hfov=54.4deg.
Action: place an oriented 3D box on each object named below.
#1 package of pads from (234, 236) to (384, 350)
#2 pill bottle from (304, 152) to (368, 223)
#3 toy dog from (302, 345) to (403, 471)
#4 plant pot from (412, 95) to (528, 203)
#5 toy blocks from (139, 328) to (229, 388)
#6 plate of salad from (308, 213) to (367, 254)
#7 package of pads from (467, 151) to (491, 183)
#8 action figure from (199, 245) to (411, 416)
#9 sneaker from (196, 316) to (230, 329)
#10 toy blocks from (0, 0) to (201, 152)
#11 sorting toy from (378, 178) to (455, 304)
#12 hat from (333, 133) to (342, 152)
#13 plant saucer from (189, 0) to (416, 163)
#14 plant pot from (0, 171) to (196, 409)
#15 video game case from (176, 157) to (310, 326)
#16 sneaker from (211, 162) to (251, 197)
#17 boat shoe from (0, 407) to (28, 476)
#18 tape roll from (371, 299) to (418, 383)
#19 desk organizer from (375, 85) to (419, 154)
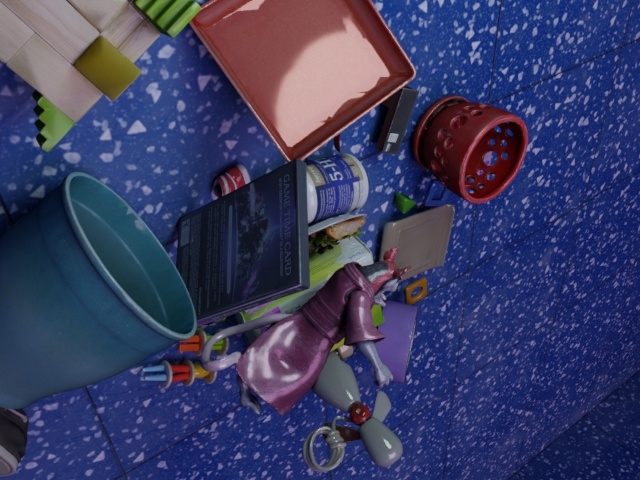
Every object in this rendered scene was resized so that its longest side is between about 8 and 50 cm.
[{"bbox_3d":[-0.021,0.138,1.276,0.297,0.101,0.229,-27,134,-15],"label":"package of pads"},{"bbox_3d":[-0.017,-0.088,1.122,0.187,0.112,0.112,-17,129,-33],"label":"pill bottle"},{"bbox_3d":[0.048,0.361,1.394,0.220,0.333,0.161,-12,148,-5],"label":"toy dog"},{"bbox_3d":[0.295,-0.195,1.275,0.191,0.174,0.191,-24,133,-29],"label":"plant pot"},{"bbox_3d":[-0.259,0.223,1.177,0.148,0.054,0.123,6,115,-43],"label":"toy blocks"},{"bbox_3d":[0.000,0.000,1.171,0.200,0.048,0.200,-24,175,-2],"label":"plate of salad"},{"bbox_3d":[0.376,-0.175,1.469,0.050,0.032,0.083,-24,133,-23],"label":"package of pads"},{"bbox_3d":[0.002,0.134,1.121,0.276,0.248,0.370,40,98,-19],"label":"action figure"},{"bbox_3d":[-0.204,0.070,1.092,0.097,0.084,0.234,-21,131,-29],"label":"sneaker"},{"bbox_3d":[-0.283,-0.330,0.687,0.381,0.191,0.261,-48,128,-3],"label":"toy blocks"},{"bbox_3d":[0.213,0.008,1.450,0.196,0.047,0.347,-16,128,-28],"label":"sorting toy"},{"bbox_3d":[0.006,-0.283,1.070,0.173,0.183,0.208,12,86,-16],"label":"hat"},{"bbox_3d":[-0.024,-0.285,0.939,0.258,0.048,0.259,-38,99,-14],"label":"plant saucer"},{"bbox_3d":[-0.355,0.088,0.854,0.255,0.271,0.271,-34,138,2],"label":"plant pot"},{"bbox_3d":[-0.126,0.013,0.934,0.274,0.196,0.026,-21,150,36],"label":"video game case"},{"bbox_3d":[-0.147,-0.069,1.073,0.067,0.042,0.118,-33,128,-25],"label":"sneaker"},{"bbox_3d":[-0.545,0.227,0.915,0.112,0.095,0.335,-10,130,9],"label":"boat shoe"},{"bbox_3d":[0.178,0.241,1.485,0.189,0.080,0.188,9,90,-79],"label":"tape roll"},{"bbox_3d":[0.138,-0.236,1.199,0.047,0.050,0.130,-4,121,-40],"label":"desk organizer"}]
